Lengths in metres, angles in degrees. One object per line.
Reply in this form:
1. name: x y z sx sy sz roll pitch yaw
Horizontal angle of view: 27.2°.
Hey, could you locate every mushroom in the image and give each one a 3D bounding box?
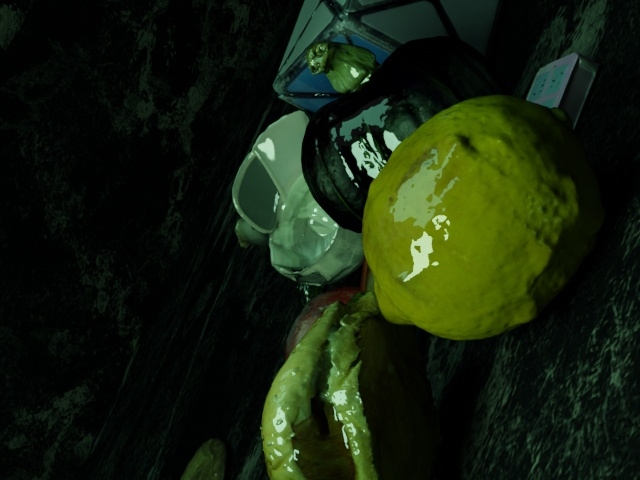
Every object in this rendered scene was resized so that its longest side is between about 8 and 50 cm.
1. mushroom: -0.101 -0.044 2.661 0.099 0.096 0.278 -69 11 -24

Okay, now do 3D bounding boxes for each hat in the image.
1. hat: -0.012 -0.068 2.082 0.232 0.275 0.161 -17 4 46

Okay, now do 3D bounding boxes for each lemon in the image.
1. lemon: 0.165 -0.021 1.384 0.288 0.233 0.233 -50 16 7

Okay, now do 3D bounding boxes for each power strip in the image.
1. power strip: 0.253 -0.097 1.576 0.279 0.037 0.109 -67 15 -11

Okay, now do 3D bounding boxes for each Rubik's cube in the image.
1. Rubik's cube: 0.114 -0.320 2.037 0.260 0.259 0.254 -36 32 55

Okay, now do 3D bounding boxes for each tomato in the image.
1. tomato: 0.006 0.149 1.917 0.189 0.099 0.173 -44 23 51

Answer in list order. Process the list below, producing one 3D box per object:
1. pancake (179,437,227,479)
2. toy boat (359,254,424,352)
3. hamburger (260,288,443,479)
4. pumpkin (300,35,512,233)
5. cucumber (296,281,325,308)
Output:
1. pancake: -0.230 0.480 2.335 0.286 0.033 0.288 -47 22 48
2. toy boat: 0.099 0.056 1.783 0.136 0.079 0.392 -55 18 41
3. hamburger: 0.033 0.202 1.428 0.134 0.265 0.285 -16 14 21
4. pumpkin: 0.096 -0.157 1.709 0.296 0.296 0.296 -57 16 26
5. cucumber: 0.000 0.000 2.274 0.067 0.067 0.293 -45 24 53
